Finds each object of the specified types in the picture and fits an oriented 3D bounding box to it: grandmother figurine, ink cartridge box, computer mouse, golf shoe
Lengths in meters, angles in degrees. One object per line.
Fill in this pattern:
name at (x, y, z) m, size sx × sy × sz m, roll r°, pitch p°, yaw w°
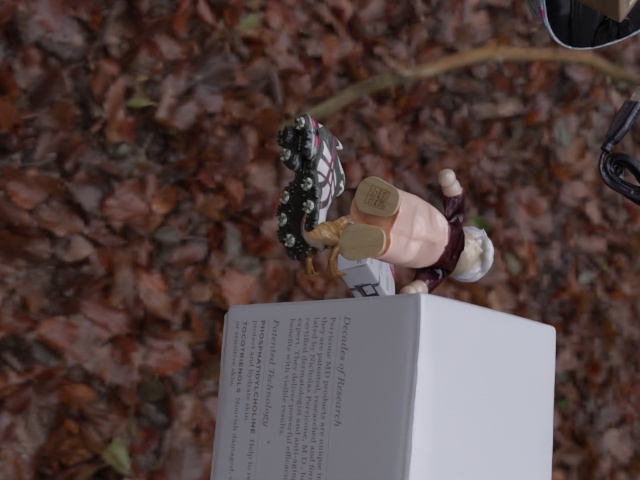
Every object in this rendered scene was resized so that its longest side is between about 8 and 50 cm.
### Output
grandmother figurine at (0.162, -0.006, 1.655) m, size 0.342 × 0.104 × 0.208 m, roll 22°, pitch 97°, yaw -55°
ink cartridge box at (0.085, 0.046, 2.022) m, size 0.150 × 0.063 × 0.109 m, roll 56°, pitch 28°, yaw -48°
computer mouse at (0.407, -0.123, 1.115) m, size 0.262 × 0.184 × 0.060 m, roll -58°, pitch 150°, yaw 7°
golf shoe at (-0.005, -0.086, 1.903) m, size 0.120 × 0.105 × 0.273 m, roll 22°, pitch 59°, yaw -38°

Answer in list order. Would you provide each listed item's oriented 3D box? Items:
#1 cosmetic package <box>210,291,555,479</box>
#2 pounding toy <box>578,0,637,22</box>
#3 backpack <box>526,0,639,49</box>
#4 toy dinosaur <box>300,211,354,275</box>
cosmetic package at (0.091, 0.269, 1.618) m, size 0.329 × 0.393 × 0.327 m, roll 16°, pitch 74°, yaw -43°
pounding toy at (0.228, -0.261, 0.799) m, size 0.181 × 0.094 × 0.206 m, roll -56°, pitch 162°, yaw 0°
backpack at (0.411, -0.428, 1.678) m, size 0.191 × 0.225 × 0.253 m, roll -109°, pitch 180°, yaw -60°
toy dinosaur at (0.000, 0.000, 1.686) m, size 0.211 × 0.064 × 0.112 m, roll -15°, pitch 108°, yaw -63°
